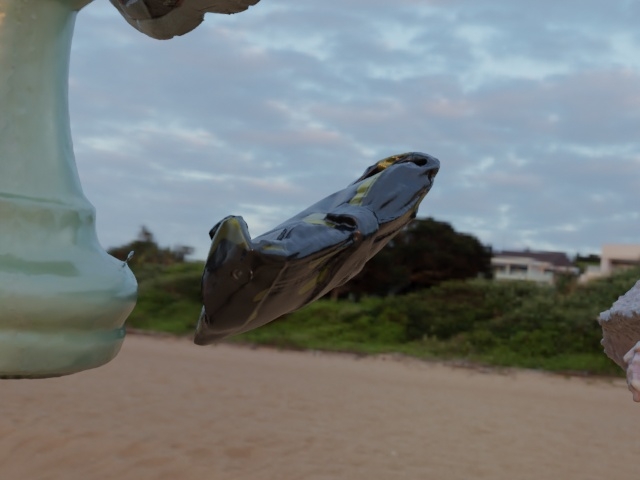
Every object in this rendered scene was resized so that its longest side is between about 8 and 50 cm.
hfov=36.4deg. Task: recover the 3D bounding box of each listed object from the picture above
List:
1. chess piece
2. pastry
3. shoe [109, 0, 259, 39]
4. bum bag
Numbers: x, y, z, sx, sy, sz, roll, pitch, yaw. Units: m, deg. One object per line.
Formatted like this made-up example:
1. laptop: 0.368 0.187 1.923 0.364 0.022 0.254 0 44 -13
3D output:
1. chess piece: -0.188 -0.084 0.573 0.194 0.299 0.194 10 4 -1
2. pastry: 0.263 0.069 0.684 0.103 0.112 0.265 48 9 6
3. shoe: -0.127 -0.223 0.734 0.125 0.099 0.227 17 -10 -39
4. bum bag: 0.000 0.000 0.610 0.107 0.060 0.232 -44 -11 36
